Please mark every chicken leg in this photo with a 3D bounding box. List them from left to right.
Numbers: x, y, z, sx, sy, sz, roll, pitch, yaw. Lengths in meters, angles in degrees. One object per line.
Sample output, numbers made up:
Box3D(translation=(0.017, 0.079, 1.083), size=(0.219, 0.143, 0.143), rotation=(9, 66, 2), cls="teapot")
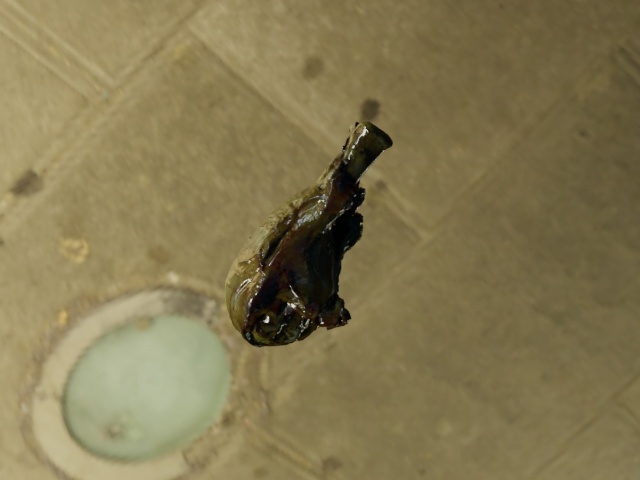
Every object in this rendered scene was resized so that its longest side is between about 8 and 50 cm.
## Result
Box3D(translation=(0.000, 0.000, 1.126), size=(0.093, 0.070, 0.178), rotation=(30, 94, 10), cls="chicken leg")
